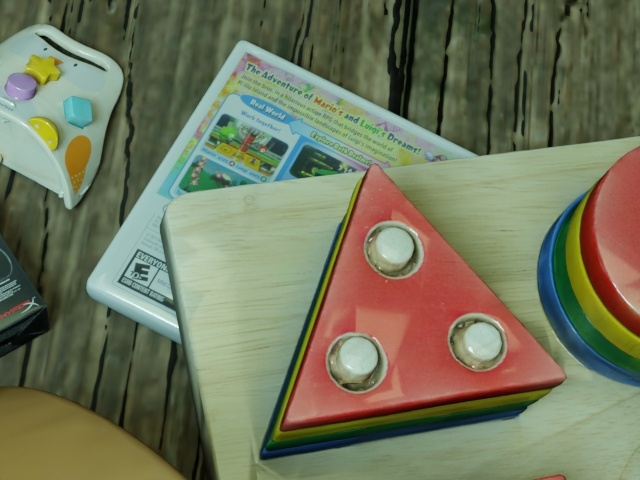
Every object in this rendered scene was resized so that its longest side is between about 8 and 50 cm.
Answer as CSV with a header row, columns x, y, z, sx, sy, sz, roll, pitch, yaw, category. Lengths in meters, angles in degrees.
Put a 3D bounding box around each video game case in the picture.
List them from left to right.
x,y,z,sx,sy,sz,roll,pitch,yaw,category
0.000,0.000,0.647,0.157,0.019,0.143,27,65,5,video game case

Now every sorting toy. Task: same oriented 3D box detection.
x,y,z,sx,sy,sz,roll,pitch,yaw,category
-0.127,-0.067,0.653,0.083,0.045,0.075,27,47,5,sorting toy
0.089,0.075,0.569,0.257,0.089,0.255,-8,71,-15,sorting toy

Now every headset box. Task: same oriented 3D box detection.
x,y,z,sx,sy,sz,roll,pitch,yaw,category
-0.161,0.014,0.610,0.062,0.032,0.083,-31,73,-19,headset box

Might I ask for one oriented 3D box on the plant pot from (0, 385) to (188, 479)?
x,y,z,sx,sy,sz,roll,pitch,yaw,category
-0.123,0.179,0.427,0.291,0.291,0.203,45,51,12,plant pot
